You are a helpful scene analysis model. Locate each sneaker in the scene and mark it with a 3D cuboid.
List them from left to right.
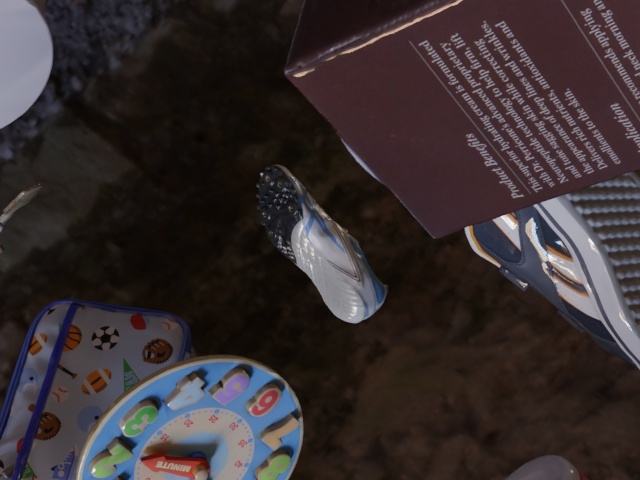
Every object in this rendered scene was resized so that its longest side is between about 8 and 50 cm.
[{"bbox_3d":[0.000,0.000,1.377,0.085,0.237,0.086,-36,179,42],"label":"sneaker"},{"bbox_3d":[0.226,-0.002,0.921,0.126,0.321,0.127,-44,-167,-30],"label":"sneaker"}]

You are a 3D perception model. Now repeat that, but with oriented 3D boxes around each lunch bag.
[{"bbox_3d":[-0.297,0.228,1.343,0.115,0.243,0.303,91,10,-58],"label":"lunch bag"}]

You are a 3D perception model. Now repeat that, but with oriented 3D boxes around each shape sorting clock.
[{"bbox_3d":[-0.107,0.190,0.898,0.206,0.206,0.040,-56,-143,13],"label":"shape sorting clock"}]

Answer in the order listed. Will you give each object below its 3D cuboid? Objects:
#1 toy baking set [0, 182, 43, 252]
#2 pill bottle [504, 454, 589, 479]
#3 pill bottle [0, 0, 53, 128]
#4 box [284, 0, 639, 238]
[{"bbox_3d":[-0.397,0.029,1.099,0.256,0.030,0.197,-34,180,-17],"label":"toy baking set"},{"bbox_3d":[0.234,0.282,0.904,0.108,0.180,0.108,-44,-168,11],"label":"pill bottle"},{"bbox_3d":[-0.420,-0.290,1.071,0.229,0.407,0.229,-21,140,-19],"label":"pill bottle"},{"bbox_3d":[0.117,-0.137,0.640,0.203,0.168,0.167,-19,-138,32],"label":"box"}]
